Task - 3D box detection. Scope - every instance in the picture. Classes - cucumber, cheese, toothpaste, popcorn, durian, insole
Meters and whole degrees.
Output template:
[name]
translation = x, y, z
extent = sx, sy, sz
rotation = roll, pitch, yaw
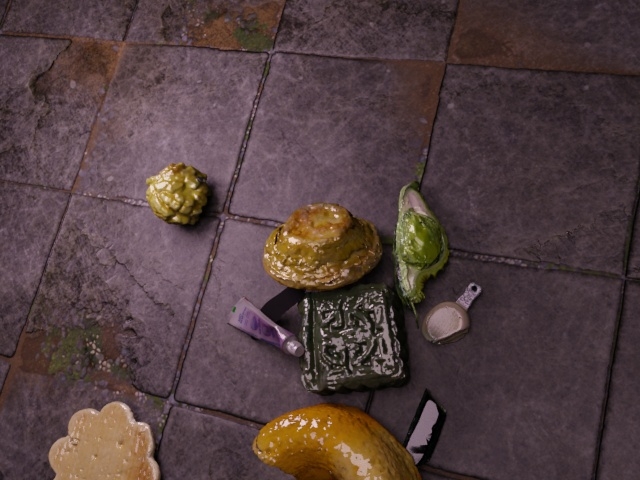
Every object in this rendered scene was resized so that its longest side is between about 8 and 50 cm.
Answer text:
[cucumber]
translation = 0.220, 0.441, 1.600
extent = 0.071, 0.046, 0.219
rotation = 22, 82, 16
[cheese]
translation = 0.309, 0.173, 1.655
extent = 0.171, 0.047, 0.092
rotation = -33, 67, 4
[toothpaste]
translation = -0.134, 0.210, 1.728
extent = 0.301, 0.048, 0.075
rotation = 24, 108, 51
[popcorn]
translation = -0.371, -0.124, 1.923
extent = 0.174, 0.142, 0.173
rotation = 4, 53, -5
[durian]
translation = 0.232, 0.016, 1.697
extent = 0.107, 0.132, 0.374
rotation = -18, 57, 37
[insole]
translation = -0.104, 0.164, 1.753
extent = 0.232, 0.003, 0.080
rotation = -44, 44, 32

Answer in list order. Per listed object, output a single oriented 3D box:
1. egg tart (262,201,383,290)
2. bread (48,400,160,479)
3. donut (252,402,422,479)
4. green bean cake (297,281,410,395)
[egg tart]
translation = 0.000, 0.000, 1.708
extent = 0.294, 0.123, 0.294
rotation = -8, 35, 6
[bread]
translation = -0.534, 0.558, 1.793
extent = 0.316, 0.054, 0.315
rotation = -5, 72, 16
[donut]
translation = 0.026, 0.554, 1.532
extent = 0.378, 0.163, 0.434
rotation = -8, 69, 24
[green bean cake]
translation = 0.071, 0.228, 1.671
extent = 0.255, 0.132, 0.240
rotation = -8, 74, 16
